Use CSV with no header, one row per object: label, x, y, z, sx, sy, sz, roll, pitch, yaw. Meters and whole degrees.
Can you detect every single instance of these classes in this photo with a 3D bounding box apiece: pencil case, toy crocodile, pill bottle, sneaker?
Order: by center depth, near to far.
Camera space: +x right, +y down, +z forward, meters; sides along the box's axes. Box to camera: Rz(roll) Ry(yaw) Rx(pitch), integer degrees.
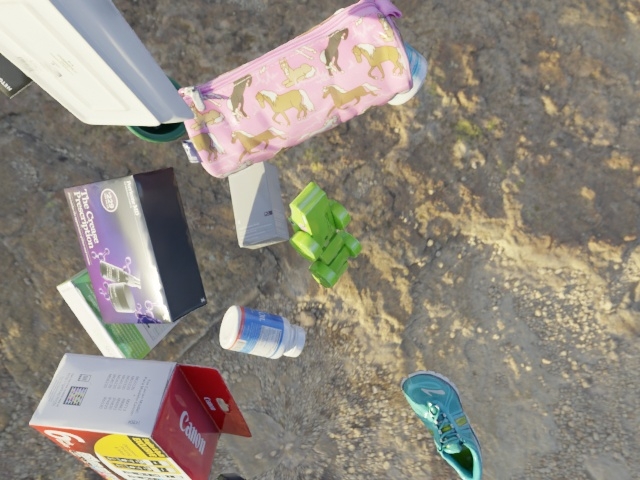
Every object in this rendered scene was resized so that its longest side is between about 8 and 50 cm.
pencil case,-0.042,-0.242,0.810,0.387,0.167,0.160,-22,93,11
toy crocodile,0.000,0.000,1.018,0.105,0.340,0.115,31,74,27
sneaker,0.269,0.390,1.055,0.107,0.110,0.275,-32,101,15
pill bottle,0.132,-0.463,1.250,0.264,0.146,0.146,24,63,-33
pill bottle,-0.161,0.266,1.418,0.222,0.124,0.124,19,64,-28

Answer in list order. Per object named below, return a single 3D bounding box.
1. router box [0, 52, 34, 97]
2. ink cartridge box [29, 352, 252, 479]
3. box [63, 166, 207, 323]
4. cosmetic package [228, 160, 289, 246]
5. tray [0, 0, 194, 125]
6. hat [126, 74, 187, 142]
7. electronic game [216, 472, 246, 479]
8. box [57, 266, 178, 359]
router box,-0.486,-0.372,0.672,0.081,0.308,0.242,-32,35,7
ink cartridge box,-0.290,0.338,0.888,0.272,0.309,0.130,2,49,10
box,-0.332,0.013,0.905,0.185,0.103,0.261,-6,102,27
cosmetic package,-0.182,-0.104,1.467,0.127,0.107,0.237,-17,79,17
tray,-0.234,-0.172,0.456,0.145,0.270,0.030,4,74,10
hat,-0.429,-0.305,1.230,0.209,0.184,0.172,-25,99,-40
electronic game,-0.090,0.489,0.883,0.229,0.229,0.048,34,64,10
box,-0.432,0.124,1.189,0.059,0.322,0.232,-22,105,24
